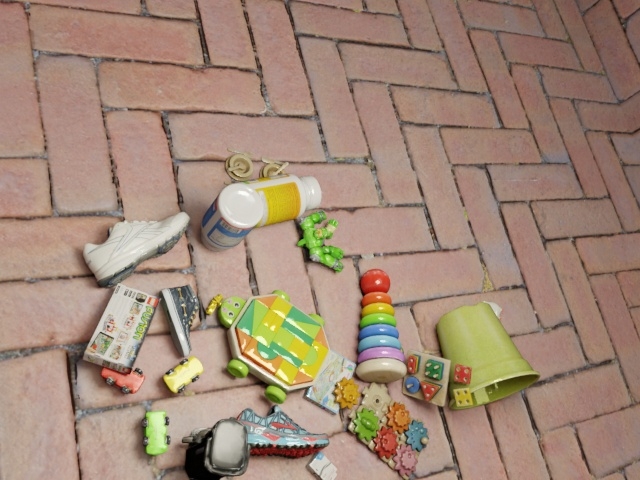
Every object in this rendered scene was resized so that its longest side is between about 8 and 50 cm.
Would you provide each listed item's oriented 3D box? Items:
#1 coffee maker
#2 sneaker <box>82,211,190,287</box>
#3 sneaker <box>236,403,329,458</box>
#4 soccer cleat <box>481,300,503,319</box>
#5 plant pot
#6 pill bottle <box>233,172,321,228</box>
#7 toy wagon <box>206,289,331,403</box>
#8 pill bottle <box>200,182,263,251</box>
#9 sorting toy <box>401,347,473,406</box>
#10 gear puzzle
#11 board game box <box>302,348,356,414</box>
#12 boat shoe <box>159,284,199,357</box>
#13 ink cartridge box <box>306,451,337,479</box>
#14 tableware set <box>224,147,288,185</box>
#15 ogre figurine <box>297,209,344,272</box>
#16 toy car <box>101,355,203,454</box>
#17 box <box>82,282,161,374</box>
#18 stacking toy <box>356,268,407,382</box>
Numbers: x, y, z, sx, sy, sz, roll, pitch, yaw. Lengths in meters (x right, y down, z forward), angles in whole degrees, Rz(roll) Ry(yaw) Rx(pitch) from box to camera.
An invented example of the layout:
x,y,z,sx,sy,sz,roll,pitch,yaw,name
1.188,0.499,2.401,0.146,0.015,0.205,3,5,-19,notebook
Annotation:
x,y,z,sx,sy,sz,roll,pitch,yaw,name
-0.233,0.505,1.401,0.120,0.178,0.171,-7,72,-30,coffee maker
-0.460,-0.006,1.552,0.297,0.111,0.129,-35,82,-36,sneaker
-0.089,0.472,1.539,0.261,0.104,0.125,16,51,-31,sneaker
0.541,0.288,1.989,0.076,0.068,0.196,20,58,-3,soccer cleat
0.470,0.334,1.827,0.276,0.276,0.254,-1,58,-29,plant pot
-0.126,-0.118,1.758,0.245,0.136,0.136,-14,76,-32,pill bottle
-0.142,0.251,1.613,0.344,0.068,0.267,36,51,-6,toy wagon
-0.243,-0.051,1.614,0.124,0.221,0.124,11,65,-24,pill bottle
0.299,0.391,1.726,0.046,0.274,0.132,0,98,-54,sorting toy
0.170,0.490,1.687,0.339,0.044,0.175,44,55,-11,gear puzzle
0.026,0.386,1.685,0.103,0.026,0.154,33,57,-12,board game box
-0.340,0.198,1.547,0.083,0.065,0.183,-13,74,-30,boat shoe
0.009,0.594,1.583,0.083,0.028,0.048,47,56,-3,ink cartridge box
-0.186,-0.210,1.826,0.194,0.039,0.128,12,63,-23,tableware set
0.000,0.000,1.807,0.118,0.096,0.197,2,82,-47,ogre figurine
-0.395,0.389,1.442,0.239,0.053,0.225,4,68,-26,toy car
-0.468,0.207,1.454,0.114,0.036,0.207,22,45,-11,box
0.169,0.237,1.779,0.141,0.141,0.330,14,56,-23,stacking toy
